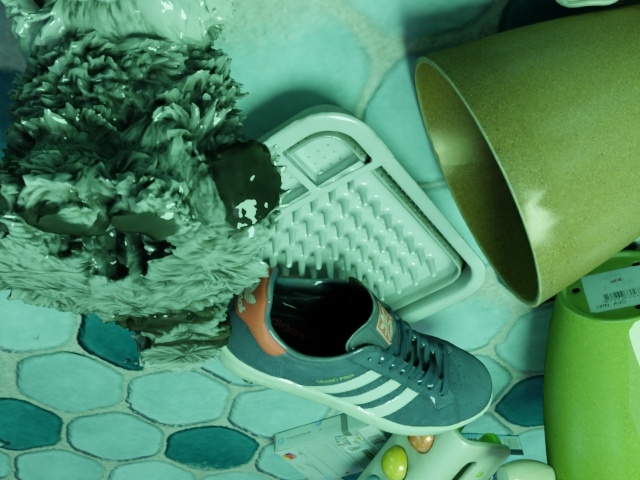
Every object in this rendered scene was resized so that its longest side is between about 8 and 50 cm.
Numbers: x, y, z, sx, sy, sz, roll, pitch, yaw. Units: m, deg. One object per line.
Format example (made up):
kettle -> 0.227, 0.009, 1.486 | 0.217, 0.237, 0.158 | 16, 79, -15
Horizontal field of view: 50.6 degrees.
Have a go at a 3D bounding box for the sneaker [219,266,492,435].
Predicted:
sneaker -> 0.064, 0.120, 0.758 | 0.349, 0.131, 0.148 | 15, 138, -18

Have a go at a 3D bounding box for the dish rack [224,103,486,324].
dish rack -> 0.000, 0.000, 0.773 | 0.285, 0.072, 0.333 | -29, 130, 24

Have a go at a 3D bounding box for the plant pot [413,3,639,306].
plant pot -> 0.245, -0.103, 0.589 | 0.254, 0.237, 0.237 | -25, 133, 3

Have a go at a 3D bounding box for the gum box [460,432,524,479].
gum box -> 0.261, 0.414, 1.234 | 0.156, 0.041, 0.185 | 5, 135, -7

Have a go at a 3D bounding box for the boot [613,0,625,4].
boot -> 0.200, -0.265, 0.510 | 0.197, 0.073, 0.152 | 17, 140, -11

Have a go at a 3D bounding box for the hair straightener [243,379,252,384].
hair straightener -> -0.120, 0.130, 0.919 | 0.088, 0.047, 0.231 | -12, 135, 10

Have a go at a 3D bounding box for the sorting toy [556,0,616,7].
sorting toy -> 0.210, -0.205, 0.520 | 0.083, 0.045, 0.075 | 1, 165, 17

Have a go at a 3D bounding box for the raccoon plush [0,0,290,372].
raccoon plush -> -0.172, -0.083, 0.588 | 0.215, 0.300, 0.446 | 2, 154, -18

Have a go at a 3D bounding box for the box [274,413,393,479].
box -> 0.036, 0.357, 1.167 | 0.186, 0.038, 0.145 | -23, 132, 18

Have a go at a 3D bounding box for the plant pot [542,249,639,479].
plant pot -> 0.400, 0.169, 0.856 | 0.274, 0.275, 0.294 | -16, 119, 14

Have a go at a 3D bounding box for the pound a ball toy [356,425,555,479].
pound a ball toy -> 0.175, 0.362, 1.025 | 0.135, 0.208, 0.319 | 14, 124, -25
